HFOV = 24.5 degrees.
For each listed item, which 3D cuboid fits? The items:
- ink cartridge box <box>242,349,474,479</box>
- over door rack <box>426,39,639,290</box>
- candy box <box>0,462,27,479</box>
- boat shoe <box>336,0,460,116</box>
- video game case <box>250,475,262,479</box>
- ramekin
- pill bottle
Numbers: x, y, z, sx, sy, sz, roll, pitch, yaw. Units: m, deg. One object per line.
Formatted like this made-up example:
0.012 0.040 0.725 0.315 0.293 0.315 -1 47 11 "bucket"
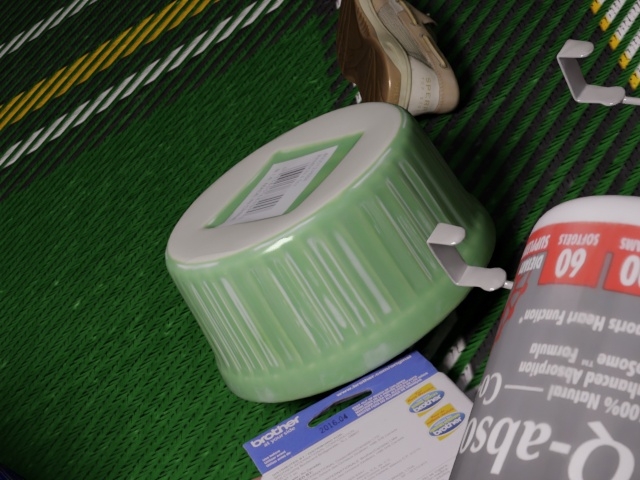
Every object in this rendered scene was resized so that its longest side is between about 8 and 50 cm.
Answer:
0.074 0.215 1.172 0.186 0.065 0.311 -29 34 -10 "ink cartridge box"
0.286 -0.011 1.134 0.324 0.108 0.239 20 59 29 "over door rack"
-0.373 0.228 1.344 0.122 0.317 0.268 -56 29 -10 "candy box"
0.086 -0.227 1.719 0.098 0.109 0.302 1 31 -13 "boat shoe"
-0.107 0.308 1.287 0.285 0.025 0.204 -23 35 20 "video game case"
0.000 0.000 1.399 0.303 0.148 0.303 -28 21 12 "ramekin"
0.177 0.174 0.883 0.210 0.210 0.363 4 68 46 "pill bottle"
